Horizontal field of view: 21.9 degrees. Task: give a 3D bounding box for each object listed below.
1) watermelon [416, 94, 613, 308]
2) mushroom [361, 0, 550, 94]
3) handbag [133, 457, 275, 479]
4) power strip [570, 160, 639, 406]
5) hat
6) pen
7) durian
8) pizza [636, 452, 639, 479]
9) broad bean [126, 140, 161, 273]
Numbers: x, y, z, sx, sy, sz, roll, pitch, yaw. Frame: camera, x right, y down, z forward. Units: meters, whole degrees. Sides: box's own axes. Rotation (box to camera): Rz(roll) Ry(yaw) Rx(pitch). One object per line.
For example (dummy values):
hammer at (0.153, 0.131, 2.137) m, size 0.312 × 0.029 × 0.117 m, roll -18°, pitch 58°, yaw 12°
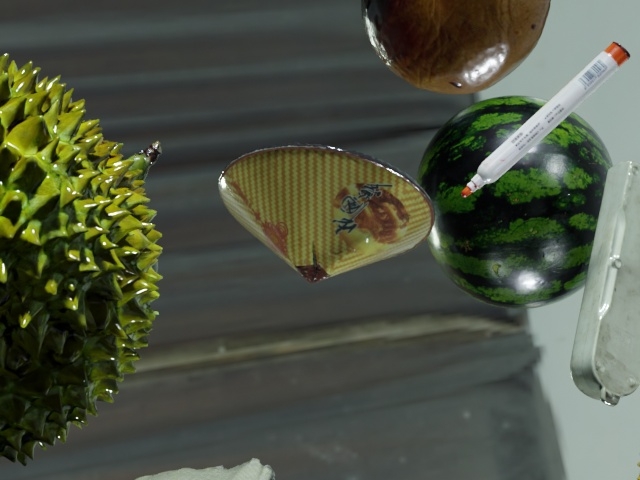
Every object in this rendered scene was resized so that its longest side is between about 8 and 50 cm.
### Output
watermelon at (0.241, -0.052, 2.022) m, size 0.269 × 0.269 × 0.269 m, roll 28°, pitch 121°, yaw 60°
mushroom at (0.071, -0.142, 0.922) m, size 0.123 × 0.052 × 0.123 m, roll 10°, pitch 109°, yaw 30°
handbag at (-0.147, 0.224, 0.815) m, size 0.109 × 0.253 × 0.316 m, roll 48°, pitch 143°, yaw -13°
power strip at (0.325, 0.045, 1.769) m, size 0.048 × 0.080 × 0.286 m, roll -25°, pitch 46°, yaw 57°
hat at (0.000, 0.000, 1.428) m, size 0.193 × 0.193 × 0.082 m, roll 132°, pitch 151°, yaw -58°
pen at (0.222, -0.117, 1.654) m, size 0.026 × 0.218 × 0.026 m, roll 47°, pitch 179°, yaw 1°
durian at (-0.219, 0.010, 0.983) m, size 0.225 × 0.291 × 0.291 m, roll -89°, pitch 10°, yaw -52°
pizza at (0.243, 0.169, 0.841) m, size 0.058 × 0.197 × 0.292 m, roll -66°, pitch 11°, yaw -8°
broad bean at (-0.168, 0.001, 1.435) m, size 0.046 × 0.061 × 0.195 m, roll 39°, pitch 138°, yaw 27°
